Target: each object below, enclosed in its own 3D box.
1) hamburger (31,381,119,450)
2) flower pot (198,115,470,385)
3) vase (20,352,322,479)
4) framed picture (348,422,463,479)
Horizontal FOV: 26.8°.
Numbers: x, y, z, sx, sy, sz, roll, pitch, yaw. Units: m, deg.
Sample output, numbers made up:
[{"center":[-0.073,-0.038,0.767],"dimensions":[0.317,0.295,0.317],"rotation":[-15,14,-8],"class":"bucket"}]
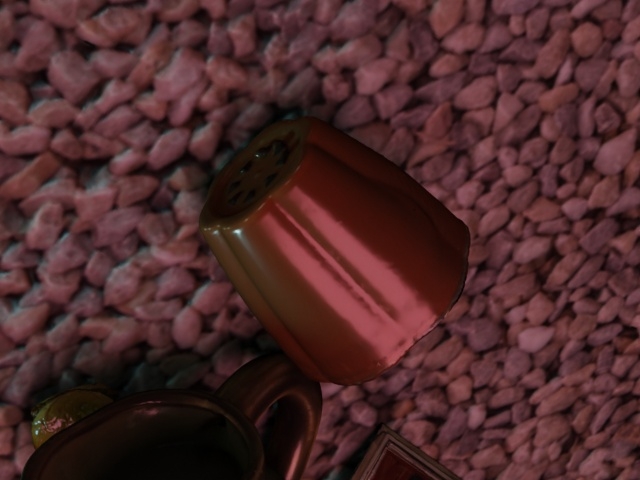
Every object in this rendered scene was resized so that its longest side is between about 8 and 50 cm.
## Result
[{"center":[-0.214,0.161,1.181],"dimensions":[0.083,0.044,0.076],"rotation":[-17,125,-12],"class":"hamburger"},{"center":[0.000,0.000,1.106],"dimensions":[0.190,0.190,0.173],"rotation":[-44,116,6],"class":"flower pot"},{"center":[-0.097,0.234,1.175],"dimensions":[0.329,0.241,0.302],"rotation":[-51,147,-35],"class":"vase"},{"center":[0.094,0.341,1.404],"dimensions":[0.273,0.016,0.216],"rotation":[38,78,-37],"class":"framed picture"}]
